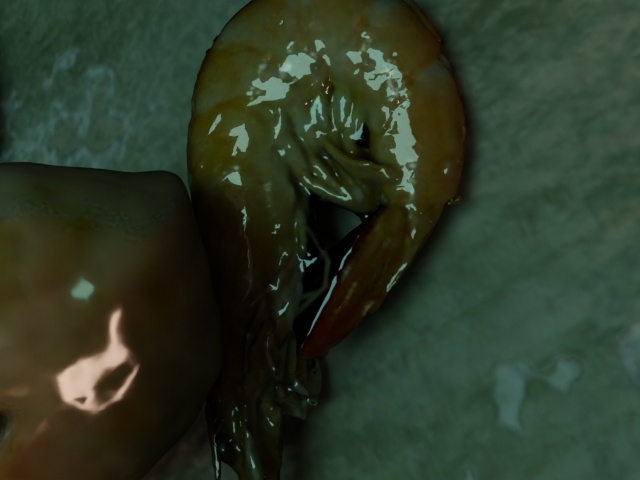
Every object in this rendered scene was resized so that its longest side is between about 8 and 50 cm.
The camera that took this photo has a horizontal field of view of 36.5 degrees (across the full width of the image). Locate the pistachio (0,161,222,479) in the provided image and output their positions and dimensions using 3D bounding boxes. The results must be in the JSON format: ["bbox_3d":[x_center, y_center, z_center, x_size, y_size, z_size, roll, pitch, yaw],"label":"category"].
[{"bbox_3d":[-0.149,0.056,0.484,0.166,0.197,0.288,38,143,-12],"label":"pistachio"}]

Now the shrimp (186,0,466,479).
[{"bbox_3d":[0.000,0.000,0.487,0.152,0.063,0.287,-2,83,22],"label":"shrimp"}]
